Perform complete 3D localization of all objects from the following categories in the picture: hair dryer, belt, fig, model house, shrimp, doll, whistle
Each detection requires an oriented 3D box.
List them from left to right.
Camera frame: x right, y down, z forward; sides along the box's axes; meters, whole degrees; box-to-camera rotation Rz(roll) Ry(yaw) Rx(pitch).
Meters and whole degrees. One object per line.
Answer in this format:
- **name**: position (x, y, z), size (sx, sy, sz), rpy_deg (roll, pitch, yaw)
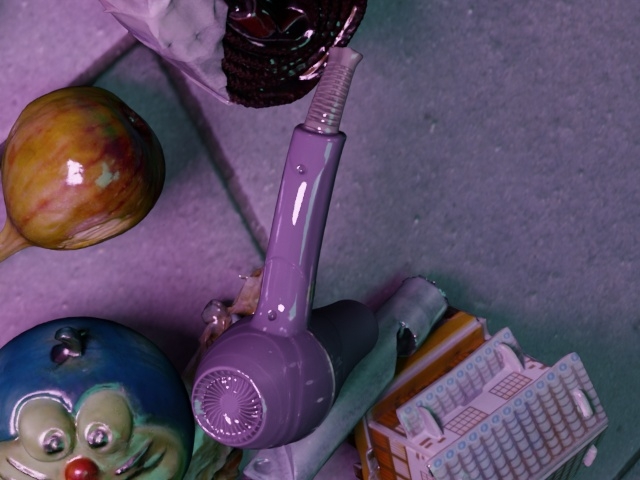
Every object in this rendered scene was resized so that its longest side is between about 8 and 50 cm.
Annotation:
- **fig**: position (-0.244, -0.022, 1.568), size (0.245, 0.149, 0.149), rpy_deg (-41, 135, 6)
- **doll**: position (-0.212, 0.194, 1.642), size (0.198, 0.186, 0.322), rpy_deg (-3, 133, -11)
- **belt**: position (-0.092, -0.237, 1.580), size (0.184, 0.164, 0.289), rpy_deg (-46, 149, 5)
- **shrimp**: position (-0.083, 0.190, 1.841), size (0.247, 0.085, 0.360), rpy_deg (-4, 112, -54)
- **hair dryer**: position (0.000, 0.000, 1.679), size (0.301, 0.121, 0.361), rpy_deg (-28, 133, -66)
- **whistle**: position (0.030, 0.148, 1.882), size (0.312, 0.062, 0.062), rpy_deg (-47, 136, -39)
- **model house**: position (0.152, 0.211, 1.972), size (0.224, 0.215, 0.198), rpy_deg (-33, 126, -30)
